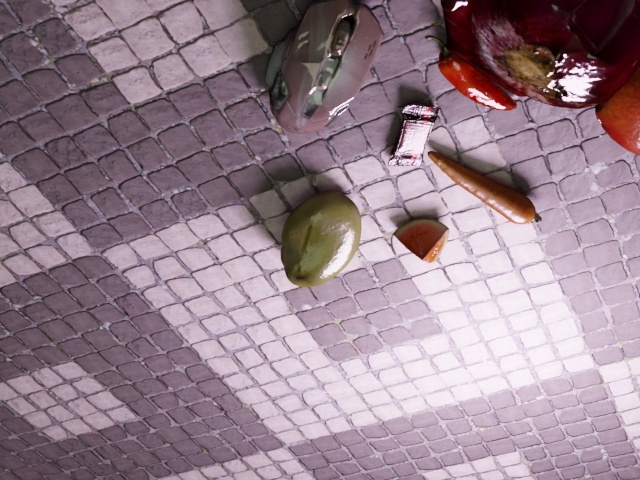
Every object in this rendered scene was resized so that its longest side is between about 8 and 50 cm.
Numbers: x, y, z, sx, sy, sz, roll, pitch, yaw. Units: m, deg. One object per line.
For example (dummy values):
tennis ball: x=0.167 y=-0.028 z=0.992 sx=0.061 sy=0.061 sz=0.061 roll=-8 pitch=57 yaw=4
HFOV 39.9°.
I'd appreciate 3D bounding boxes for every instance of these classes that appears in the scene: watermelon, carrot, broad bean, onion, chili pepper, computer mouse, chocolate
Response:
watermelon: x=0.235 y=0.010 z=2.094 sx=0.135 sy=0.094 sz=0.125 roll=11 pitch=143 yaw=-4
carrot: x=0.371 y=-0.114 z=1.987 sx=0.336 sy=0.069 sz=0.069 roll=27 pitch=130 yaw=-20
broad bean: x=0.000 y=0.000 z=2.070 sx=0.189 sy=0.121 sz=0.263 roll=11 pitch=133 yaw=-15
onion: x=0.413 y=-0.458 z=1.500 sx=0.398 sy=0.398 sz=0.420 roll=35 pitch=84 yaw=-29
chili pepper: x=0.301 y=-0.328 z=1.774 sx=0.272 sy=0.063 sz=0.071 roll=34 pitch=139 yaw=-32
computer mouse: x=0.011 y=-0.343 z=1.728 sx=0.200 sy=0.115 sz=0.389 roll=13 pitch=135 yaw=-16
chocolate: x=0.199 y=-0.225 z=1.903 sx=0.086 sy=0.028 sz=0.182 roll=0 pitch=137 yaw=-9

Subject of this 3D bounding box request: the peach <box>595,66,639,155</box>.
peach: x=0.691 y=-0.295 z=1.636 sx=0.373 sy=0.372 sz=0.289 roll=-13 pitch=101 yaw=14
